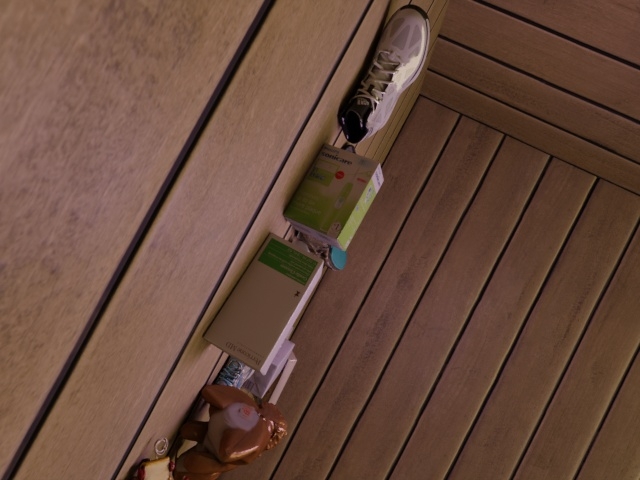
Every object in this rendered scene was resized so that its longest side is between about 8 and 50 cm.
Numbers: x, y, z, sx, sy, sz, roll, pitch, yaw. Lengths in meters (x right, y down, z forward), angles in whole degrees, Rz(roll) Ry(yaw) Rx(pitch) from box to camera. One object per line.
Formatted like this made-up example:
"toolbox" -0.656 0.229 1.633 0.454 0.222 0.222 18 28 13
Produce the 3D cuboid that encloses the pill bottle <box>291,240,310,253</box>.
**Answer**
"pill bottle" -0.094 0.076 1.604 0.103 0.103 0.184 -58 171 -28

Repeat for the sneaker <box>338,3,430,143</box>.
"sneaker" 0.199 -0.495 1.298 0.257 0.169 0.448 -57 174 -45

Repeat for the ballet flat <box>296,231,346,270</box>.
"ballet flat" 0.000 0.000 1.670 0.483 0.181 0.164 64 36 -69

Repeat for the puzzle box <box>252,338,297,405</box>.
"puzzle box" -0.271 0.701 2.180 0.272 0.052 0.409 48 -60 49

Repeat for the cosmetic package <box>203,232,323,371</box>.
"cosmetic package" -0.159 0.190 1.220 0.366 0.196 0.155 -61 173 -22

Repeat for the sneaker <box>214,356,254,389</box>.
"sneaker" -0.339 0.528 1.557 0.283 0.110 0.122 -67 163 11

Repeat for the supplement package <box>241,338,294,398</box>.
"supplement package" -0.264 0.557 1.880 0.175 0.177 0.293 -64 172 10

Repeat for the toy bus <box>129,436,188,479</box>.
"toy bus" -0.481 0.685 1.128 0.104 0.191 0.202 -13 -153 36

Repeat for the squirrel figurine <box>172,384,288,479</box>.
"squirrel figurine" -0.329 0.751 1.470 0.397 0.281 0.370 16 112 -47

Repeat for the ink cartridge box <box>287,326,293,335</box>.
"ink cartridge box" -0.262 0.617 2.441 0.218 0.092 0.158 -62 173 14

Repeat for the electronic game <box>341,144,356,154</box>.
"electronic game" 0.084 -0.293 1.698 0.229 0.048 0.229 -53 163 -24

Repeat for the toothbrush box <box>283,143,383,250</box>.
"toothbrush box" 0.046 -0.141 1.309 0.283 0.206 0.122 -59 157 -12
